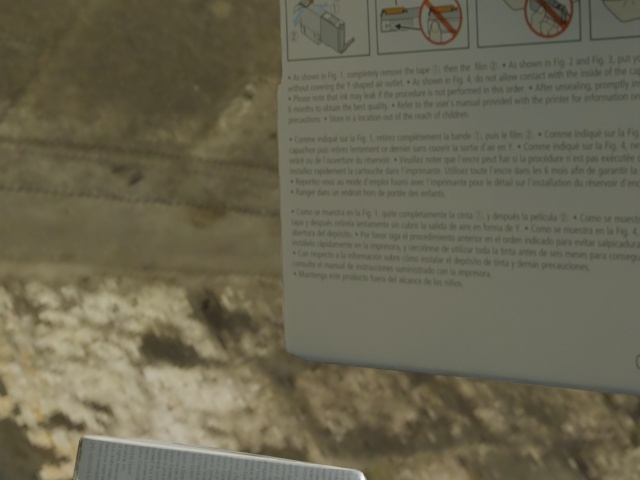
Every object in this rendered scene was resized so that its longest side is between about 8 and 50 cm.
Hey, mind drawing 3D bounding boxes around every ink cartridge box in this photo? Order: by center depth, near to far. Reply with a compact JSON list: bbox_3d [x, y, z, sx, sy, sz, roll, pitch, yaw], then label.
[{"bbox_3d":[0.098,-0.063,0.577,0.275,0.239,0.060,2,-174,41],"label":"ink cartridge box"},{"bbox_3d":[-0.036,0.158,0.914,0.224,0.045,0.223,10,170,-4],"label":"ink cartridge box"}]
